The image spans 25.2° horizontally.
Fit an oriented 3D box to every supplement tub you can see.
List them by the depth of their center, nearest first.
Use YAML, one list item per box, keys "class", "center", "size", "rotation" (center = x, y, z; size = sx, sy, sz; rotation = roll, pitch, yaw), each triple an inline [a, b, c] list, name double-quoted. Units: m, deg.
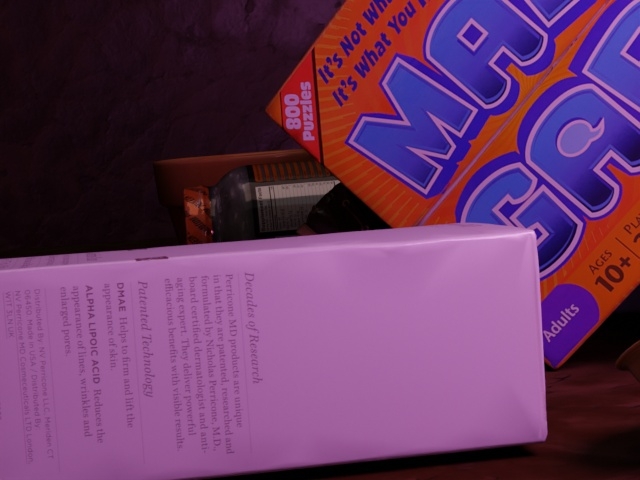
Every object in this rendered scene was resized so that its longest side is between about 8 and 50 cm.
- class: "supplement tub"
  center: [0.000, 0.000, 1.692]
  size: [0.316, 0.193, 0.193]
  rotation: [-4, 5, -4]

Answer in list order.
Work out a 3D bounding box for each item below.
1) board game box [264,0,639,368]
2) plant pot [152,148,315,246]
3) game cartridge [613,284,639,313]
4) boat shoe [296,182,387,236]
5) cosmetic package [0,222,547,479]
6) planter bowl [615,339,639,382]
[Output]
- class: "board game box"
  center: [0.240, -0.166, 1.369]
  size: [0.356, 0.356, 0.356]
  rotation: [42, 25, 7]
- class: "plant pot"
  center: [-0.072, -0.018, 1.912]
  size: [0.291, 0.203, 0.291]
  rotation: [-3, 4, 0]
- class: "game cartridge"
  center: [0.358, 0.047, 1.665]
  size: [0.294, 0.060, 0.196]
  rotation: [-3, 1, 14]
- class: "boat shoe"
  center: [0.072, 0.027, 1.358]
  size: [0.207, 0.073, 0.073]
  rotation: [41, 3, 13]
- class: "cosmetic package"
  center: [-0.052, 0.076, 1.024]
  size: [0.385, 0.156, 0.217]
  rotation: [-6, 3, -11]
- class: "planter bowl"
  center: [0.304, 0.077, 0.901]
  size: [0.217, 0.090, 0.217]
  rotation: [-19, -16, -6]
